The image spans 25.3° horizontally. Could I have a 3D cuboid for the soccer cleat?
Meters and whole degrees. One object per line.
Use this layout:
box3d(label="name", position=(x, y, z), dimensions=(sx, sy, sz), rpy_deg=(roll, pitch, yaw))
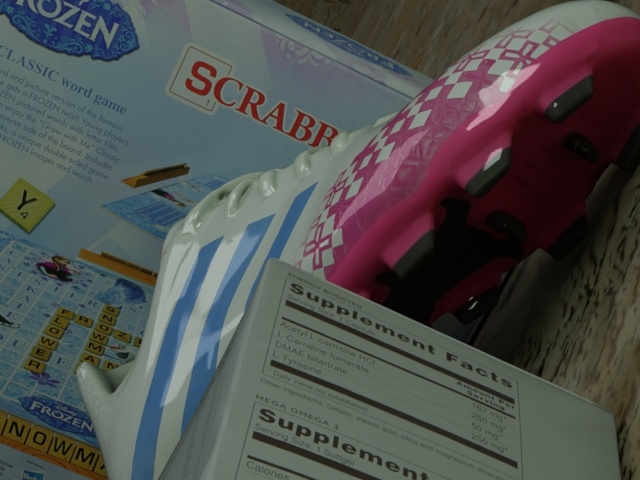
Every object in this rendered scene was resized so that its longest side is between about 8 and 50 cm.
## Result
box3d(label="soccer cleat", position=(0.000, 0.000, 0.636), dimensions=(0.331, 0.116, 0.143), rpy_deg=(-49, 56, 20))

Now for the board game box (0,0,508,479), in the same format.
box3d(label="board game box", position=(-0.085, 0.021, 0.757), dimensions=(0.318, 0.318, 0.066), rpy_deg=(-62, 6, 17))

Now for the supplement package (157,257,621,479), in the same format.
box3d(label="supplement package", position=(0.003, 0.138, 0.405), dimensions=(0.244, 0.133, 0.139), rpy_deg=(-77, 13, -60))
